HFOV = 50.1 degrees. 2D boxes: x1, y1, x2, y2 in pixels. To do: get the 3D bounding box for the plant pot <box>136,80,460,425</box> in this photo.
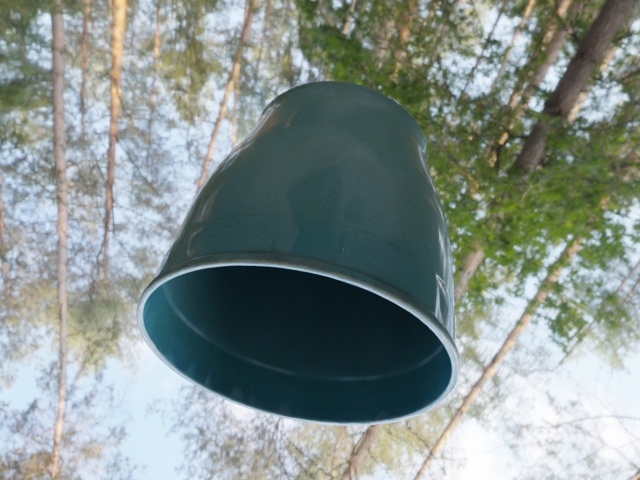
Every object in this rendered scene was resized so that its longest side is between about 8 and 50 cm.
[{"bbox_3d":[0.000,0.000,0.648,0.272,0.271,0.255,13,-127,-1],"label":"plant pot"}]
